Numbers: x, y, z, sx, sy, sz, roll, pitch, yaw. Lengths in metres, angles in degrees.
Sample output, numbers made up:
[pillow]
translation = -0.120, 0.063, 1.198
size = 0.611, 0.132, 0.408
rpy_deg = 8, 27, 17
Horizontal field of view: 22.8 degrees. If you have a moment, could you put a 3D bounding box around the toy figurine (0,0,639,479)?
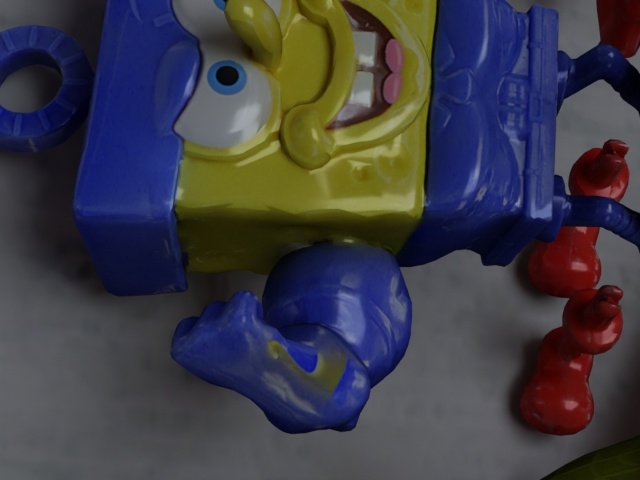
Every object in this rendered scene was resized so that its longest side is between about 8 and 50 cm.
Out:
[toy figurine]
translation = 0.000, 0.000, 0.471
size = 0.217, 0.191, 0.363
rpy_deg = 8, 70, -4
